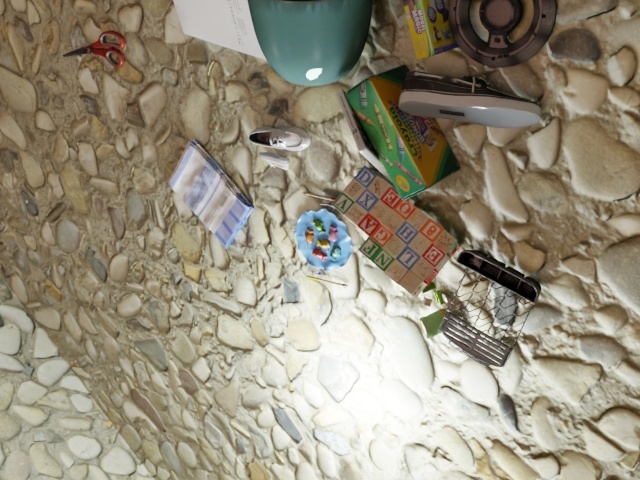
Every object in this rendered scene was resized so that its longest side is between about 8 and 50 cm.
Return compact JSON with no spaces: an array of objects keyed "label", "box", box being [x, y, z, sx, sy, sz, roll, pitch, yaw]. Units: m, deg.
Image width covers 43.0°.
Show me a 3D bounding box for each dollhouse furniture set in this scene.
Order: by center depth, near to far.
[{"label":"dollhouse furniture set","box":[0.284,0.174,2.027,0.058,0.076,0.152,-160,49,-74]}]

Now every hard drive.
[{"label":"hard drive","box":[-0.256,-0.588,2.095,0.307,0.040,0.203,25,148,28]}]

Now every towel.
[{"label":"towel","box":[-0.332,-0.136,2.412,0.285,0.034,0.209,48,132,11]}]

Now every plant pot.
[{"label":"plant pot","box":[-0.018,-0.498,1.848,0.293,0.293,0.235,24,139,28]}]

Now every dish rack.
[{"label":"dish rack","box":[0.393,0.171,1.939,0.208,0.074,0.272,30,117,25]}]

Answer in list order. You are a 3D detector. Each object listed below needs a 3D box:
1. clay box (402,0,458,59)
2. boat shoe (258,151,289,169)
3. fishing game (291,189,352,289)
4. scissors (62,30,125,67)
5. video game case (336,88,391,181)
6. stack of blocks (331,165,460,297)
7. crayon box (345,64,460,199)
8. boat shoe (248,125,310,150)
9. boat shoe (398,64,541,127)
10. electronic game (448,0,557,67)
[{"label":"clay box","box":[0.229,-0.511,1.738,0.053,0.127,0.222,-4,107,39]},{"label":"boat shoe","box":[-0.128,-0.215,2.216,0.100,0.035,0.035,17,117,24]},{"label":"fishing game","box":[0.000,0.000,2.209,0.189,0.041,0.264,16,119,29]},{"label":"scissors","box":[-0.705,-0.601,2.508,0.297,0.021,0.109,17,122,33]},{"label":"video game case","box":[0.107,-0.241,1.886,0.022,0.190,0.173,-28,62,16]},{"label":"stack of blocks","box":[0.170,-0.021,1.977,0.297,0.087,0.171,41,93,17]},{"label":"crayon box","box":[0.191,-0.249,1.860,0.081,0.165,0.278,-27,92,42]},{"label":"boat shoe","box":[-0.113,-0.272,2.157,0.184,0.063,0.066,18,120,32]},{"label":"boat shoe","box":[0.327,-0.316,1.763,0.306,0.113,0.105,9,77,21]},{"label":"electronic game","box":[0.376,-0.476,1.691,0.229,0.048,0.229,12,114,28]}]
